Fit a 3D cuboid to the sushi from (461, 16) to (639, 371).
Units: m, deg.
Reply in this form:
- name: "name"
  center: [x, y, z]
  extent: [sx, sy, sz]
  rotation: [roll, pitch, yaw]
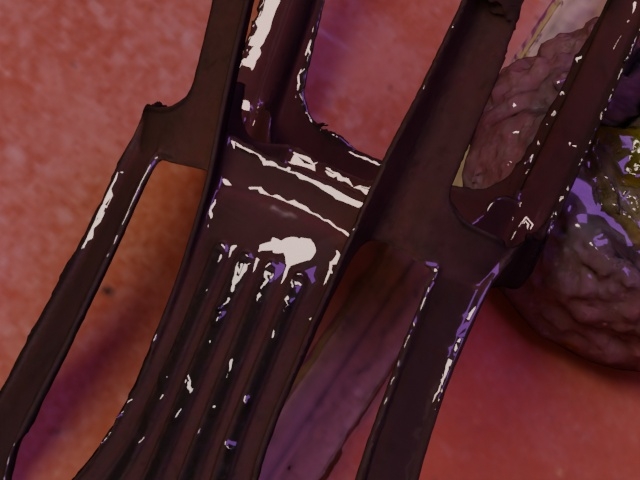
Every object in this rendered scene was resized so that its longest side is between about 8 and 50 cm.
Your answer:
- name: "sushi"
  center: [0.181, -0.002, 0.888]
  extent: [0.241, 0.107, 0.161]
  rotation: [34, 60, -11]

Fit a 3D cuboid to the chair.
- name: "chair"
  center: [0.000, 0.000, 0.757]
  extent: [0.175, 0.183, 0.326]
  rotation: [23, 96, 14]
